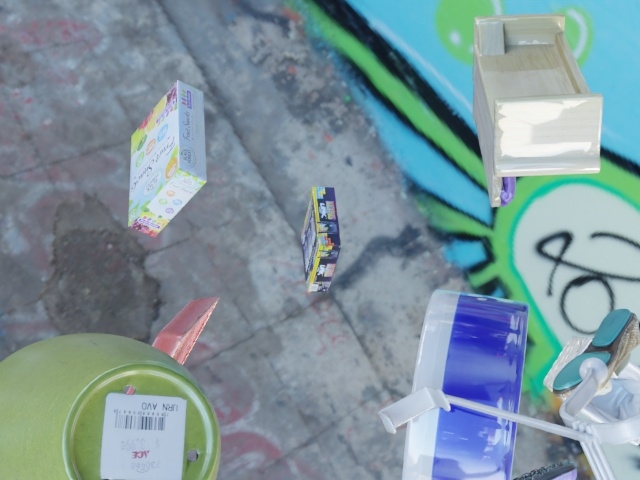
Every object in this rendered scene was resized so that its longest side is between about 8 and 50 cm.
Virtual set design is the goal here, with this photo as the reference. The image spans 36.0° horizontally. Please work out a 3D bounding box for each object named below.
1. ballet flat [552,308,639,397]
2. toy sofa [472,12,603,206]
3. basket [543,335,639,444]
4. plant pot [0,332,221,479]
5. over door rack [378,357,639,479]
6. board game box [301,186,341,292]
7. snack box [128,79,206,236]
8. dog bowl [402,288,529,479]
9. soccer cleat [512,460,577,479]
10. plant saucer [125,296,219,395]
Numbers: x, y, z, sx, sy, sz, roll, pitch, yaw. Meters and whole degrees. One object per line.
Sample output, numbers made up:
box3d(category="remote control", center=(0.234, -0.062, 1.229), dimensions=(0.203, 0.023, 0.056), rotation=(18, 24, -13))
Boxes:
box3d(category="ballet flat", center=(0.398, 0.175, 1.385), dimensions=(0.206, 0.073, 0.067), rotation=(-38, 109, -34))
box3d(category="toy sofa", center=(0.319, -0.205, 1.496), dimensions=(0.150, 0.177, 0.362), rotation=(-2, 31, 5))
box3d(category="basket", center=(0.471, 0.246, 1.644), dimensions=(0.167, 0.103, 0.113), rotation=(34, 85, -5))
box3d(category="plant pot", center=(-0.210, 0.205, 0.965), dimensions=(0.274, 0.293, 0.275), rotation=(6, 73, -22))
box3d(category="over door rack", center=(0.203, 0.222, 0.791), dimensions=(0.108, 0.324, 0.239), rotation=(-25, 94, -27))
box3d(category="board game box", center=(0.000, 0.000, 1.934), dimensions=(0.048, 0.170, 0.141), rotation=(1, 56, -9))
box3d(category="snack box", center=(-0.163, -0.088, 1.043), dimensions=(0.037, 0.100, 0.141), rotation=(23, 41, -31))
box3d(category="dog bowl", center=(0.158, 0.189, 1.059), dimensions=(0.104, 0.265, 0.265), rotation=(7, 51, 12))
box3d(category="soccer cleat", center=(0.343, 0.495, 1.733), dimensions=(0.318, 0.108, 0.116), rotation=(-23, 78, -29))
box3d(category="plant saucer", center=(-0.288, 0.229, 1.783), dimensions=(0.047, 0.258, 0.259), rotation=(30, 15, 2))
